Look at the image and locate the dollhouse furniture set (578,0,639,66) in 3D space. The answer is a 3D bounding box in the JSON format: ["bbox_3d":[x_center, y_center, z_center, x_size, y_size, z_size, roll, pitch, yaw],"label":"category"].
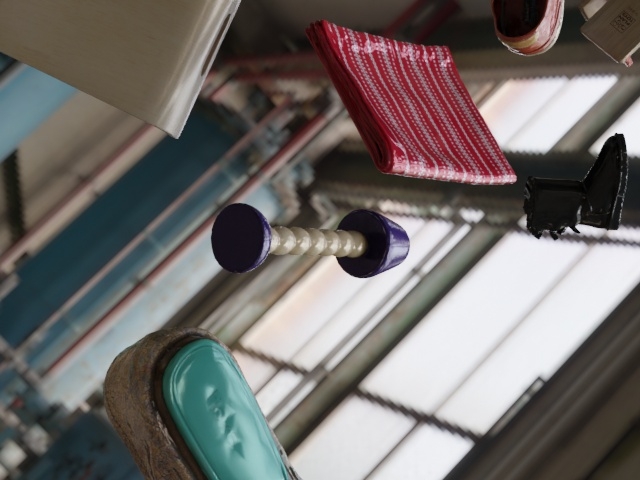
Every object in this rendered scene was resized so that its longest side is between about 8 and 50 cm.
[{"bbox_3d":[0.416,-0.232,1.884,0.262,0.135,0.259,47,4,31],"label":"dollhouse furniture set"}]

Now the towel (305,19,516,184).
[{"bbox_3d":[0.108,-0.152,1.732,0.274,0.031,0.199,2,56,-53],"label":"towel"}]

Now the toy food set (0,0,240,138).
[{"bbox_3d":[-0.242,-0.271,1.636,0.306,0.220,0.092,25,-1,-11],"label":"toy food set"}]

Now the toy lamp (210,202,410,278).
[{"bbox_3d":[0.000,0.000,1.627,0.080,0.080,0.274,36,17,33],"label":"toy lamp"}]

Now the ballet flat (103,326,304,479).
[{"bbox_3d":[-0.052,0.197,1.037,0.106,0.107,0.316,-10,-72,47],"label":"ballet flat"}]

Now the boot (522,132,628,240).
[{"bbox_3d":[0.261,-0.056,1.589,0.045,0.099,0.121,-89,180,-54],"label":"boot"}]

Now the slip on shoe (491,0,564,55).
[{"bbox_3d":[0.277,-0.416,2.086,0.123,0.331,0.101,3,8,22],"label":"slip on shoe"}]
